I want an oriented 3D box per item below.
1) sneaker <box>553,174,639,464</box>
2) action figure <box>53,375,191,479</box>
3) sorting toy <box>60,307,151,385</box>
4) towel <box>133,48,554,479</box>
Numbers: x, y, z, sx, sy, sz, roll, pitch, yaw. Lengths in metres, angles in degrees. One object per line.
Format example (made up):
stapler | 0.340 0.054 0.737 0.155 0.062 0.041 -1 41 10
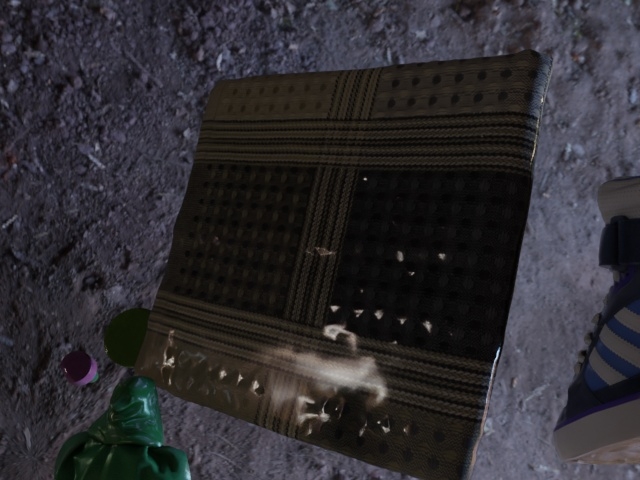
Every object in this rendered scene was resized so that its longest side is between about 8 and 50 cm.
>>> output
sneaker | 0.307 0.060 0.515 0.130 0.322 0.236 5 55 -8
action figure | -0.119 0.191 0.321 0.137 0.063 0.232 10 96 4
sorting toy | -0.364 0.213 1.207 0.366 0.126 0.127 -28 67 -12
towel | 0.000 0.000 0.461 0.056 0.324 0.312 26 75 -56
